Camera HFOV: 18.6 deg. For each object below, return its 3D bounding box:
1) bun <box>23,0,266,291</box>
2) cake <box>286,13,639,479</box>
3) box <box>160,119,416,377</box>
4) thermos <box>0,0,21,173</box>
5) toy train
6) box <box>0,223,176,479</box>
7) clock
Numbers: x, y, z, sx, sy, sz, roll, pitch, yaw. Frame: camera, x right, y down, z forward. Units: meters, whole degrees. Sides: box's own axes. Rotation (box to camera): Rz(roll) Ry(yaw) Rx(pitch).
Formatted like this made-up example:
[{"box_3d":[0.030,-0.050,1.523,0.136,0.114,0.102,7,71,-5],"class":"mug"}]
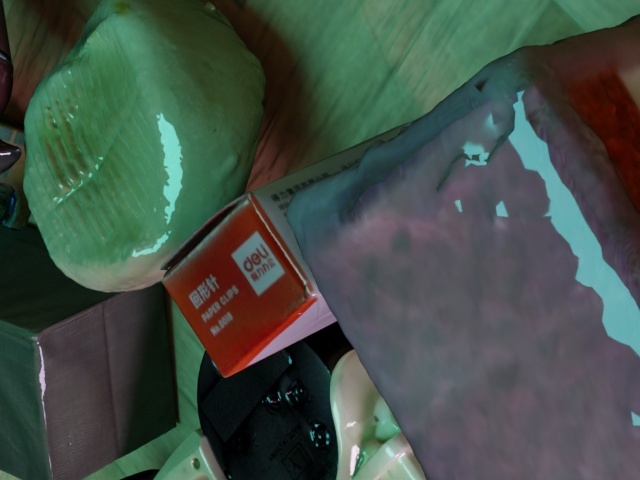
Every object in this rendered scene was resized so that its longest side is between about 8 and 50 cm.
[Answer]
[{"box_3d":[-0.123,-0.076,1.453,0.229,0.145,0.229,3,95,43],"class":"bun"},{"box_3d":[0.167,0.040,1.164,0.230,0.237,0.309,-27,89,47],"class":"cake"},{"box_3d":[0.000,0.000,1.349,0.099,0.182,0.133,57,139,8],"class":"box"},{"box_3d":[-0.316,-0.187,1.518,0.109,0.136,0.330,120,142,-66],"class":"thermos"},{"box_3d":[-0.310,-0.067,1.621,0.072,0.188,0.099,27,95,35],"class":"toy train"},{"box_3d":[-0.253,0.088,1.649,0.231,0.155,0.149,16,120,37],"class":"box"},{"box_3d":[-0.034,0.222,1.525,0.276,0.120,0.379,52,134,21],"class":"clock"}]
